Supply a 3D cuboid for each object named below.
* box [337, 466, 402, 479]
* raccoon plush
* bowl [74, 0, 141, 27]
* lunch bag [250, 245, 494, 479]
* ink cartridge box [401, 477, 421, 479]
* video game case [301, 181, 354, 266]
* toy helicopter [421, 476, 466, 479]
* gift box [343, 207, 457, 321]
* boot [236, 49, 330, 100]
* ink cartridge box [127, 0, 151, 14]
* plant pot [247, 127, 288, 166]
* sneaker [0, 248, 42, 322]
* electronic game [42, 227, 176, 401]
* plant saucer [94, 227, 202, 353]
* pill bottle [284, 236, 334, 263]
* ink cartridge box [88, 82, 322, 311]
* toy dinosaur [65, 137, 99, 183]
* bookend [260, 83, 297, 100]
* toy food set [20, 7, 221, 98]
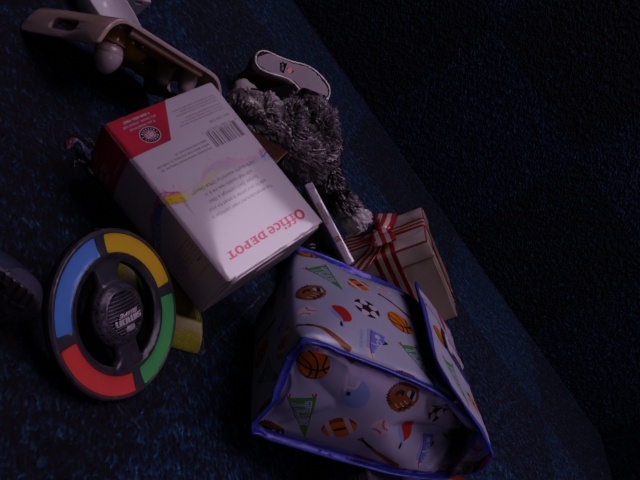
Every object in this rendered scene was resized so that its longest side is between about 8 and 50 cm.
[{"bbox_3d":[0.107,0.499,1.128,0.247,0.142,0.163,35,30,-42],"label":"box"},{"bbox_3d":[-0.056,-0.197,1.588,0.446,0.216,0.299,46,30,10],"label":"raccoon plush"},{"bbox_3d":[-0.453,-0.480,1.420,0.142,0.053,0.142,61,21,8],"label":"bowl"},{"bbox_3d":[0.096,0.210,1.166,0.385,0.239,0.328,24,23,-13],"label":"lunch bag"},{"bbox_3d":[0.207,0.460,1.498,0.115,0.067,0.198,8,52,-62],"label":"ink cartridge box"},{"bbox_3d":[0.000,0.000,1.575,0.206,0.026,0.227,62,-18,14],"label":"video game case"},{"bbox_3d":[0.113,0.362,1.295,0.355,0.140,0.235,19,-5,-26],"label":"toy helicopter"},{"bbox_3d":[0.174,0.082,1.711,0.255,0.276,0.258,-89,157,-69],"label":"gift box"},{"bbox_3d":[-0.106,-0.431,1.905,0.244,0.176,0.088,21,69,-22],"label":"boot"},{"bbox_3d":[-0.458,-0.587,1.560,0.122,0.052,0.088,57,22,3],"label":"ink cartridge box"},{"bbox_3d":[-0.218,-0.159,1.309,0.230,0.215,0.215,39,23,-3],"label":"plant pot"},{"bbox_3d":[-0.436,-0.026,0.741,0.319,0.112,0.131,42,29,-37],"label":"sneaker"},{"bbox_3d":[-0.272,0.097,0.904,0.229,0.048,0.229,19,69,-60],"label":"electronic game"},{"bbox_3d":[-0.259,0.072,1.075,0.188,0.045,0.188,29,34,-51],"label":"plant saucer"},{"bbox_3d":[-0.010,0.104,1.455,0.123,0.123,0.219,32,31,-48],"label":"pill bottle"},{"bbox_3d":[-0.184,-0.074,1.094,0.226,0.131,0.306,-33,84,-41],"label":"ink cartridge box"},{"bbox_3d":[-0.386,-0.132,1.126,0.082,0.047,0.090,52,-14,14],"label":"toy dinosaur"},{"bbox_3d":[-0.141,-0.332,1.830,0.157,0.156,0.072,-14,65,-21],"label":"bookend"},{"bbox_3d":[-0.358,-0.325,1.257,0.219,0.092,0.306,18,-2,33],"label":"toy food set"}]
